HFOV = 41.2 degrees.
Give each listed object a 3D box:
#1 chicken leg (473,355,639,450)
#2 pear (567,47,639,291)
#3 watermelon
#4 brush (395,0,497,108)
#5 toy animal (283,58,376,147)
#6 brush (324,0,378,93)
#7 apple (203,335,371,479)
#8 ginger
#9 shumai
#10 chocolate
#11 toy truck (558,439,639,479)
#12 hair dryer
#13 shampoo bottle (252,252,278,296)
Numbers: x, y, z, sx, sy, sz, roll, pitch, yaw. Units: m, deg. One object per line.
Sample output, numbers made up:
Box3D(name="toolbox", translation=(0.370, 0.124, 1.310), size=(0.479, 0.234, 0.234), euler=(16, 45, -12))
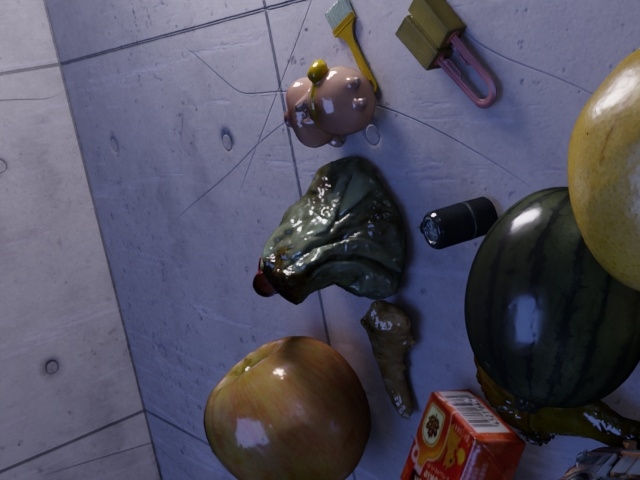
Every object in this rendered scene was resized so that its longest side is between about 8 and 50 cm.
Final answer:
Box3D(name="chicken leg", translation=(0.407, 0.291, 1.458), size=(0.361, 0.140, 0.211), euler=(40, 147, 28))
Box3D(name="pear", translation=(0.459, -0.091, 1.056), size=(0.314, 0.314, 0.314), euler=(29, 128, 45))
Box3D(name="watermelon", translation=(0.360, 0.097, 1.290), size=(0.279, 0.279, 0.359), euler=(15, 95, 51))
Box3D(name="brush", translation=(0.229, -0.323, 1.490), size=(0.233, 0.047, 0.103), euler=(56, 143, 20))
Box3D(name="toy animal", translation=(0.018, -0.276, 1.724), size=(0.248, 0.149, 0.165), euler=(178, 85, -66))
Box3D(name="brush", translation=(0.070, -0.388, 1.716), size=(0.083, 0.011, 0.205), euler=(-32, 80, 56))
Box3D(name="apple", translation=(-0.068, 0.420, 1.994), size=(0.346, 0.391, 0.391), euler=(51, 145, -3))
Box3D(name="ginger", translation=(0.163, 0.255, 1.847), size=(0.131, 0.086, 0.294), euler=(5, 119, 42))
Box3D(name="shumai", translation=(0.000, 0.000, 1.781), size=(0.309, 0.263, 0.304), euler=(23, 126, 48))
Box3D(name="chocolate", translation=(0.264, 0.430, 1.634), size=(0.237, 0.108, 0.234), euler=(-137, 62, -66))
Box3D(name="toy truck", translation=(0.481, 0.368, 1.248), size=(0.114, 0.135, 0.270), euler=(56, 154, -6))
Box3D(name="hair dryer", translation=(0.226, -0.029, 1.597), size=(0.219, 0.124, 0.071), euler=(174, 81, -72))
Box3D(name="shampoo bottle", translation=(-0.097, 0.053, 1.964), size=(0.064, 0.260, 0.102), euler=(-7, 108, 14))
